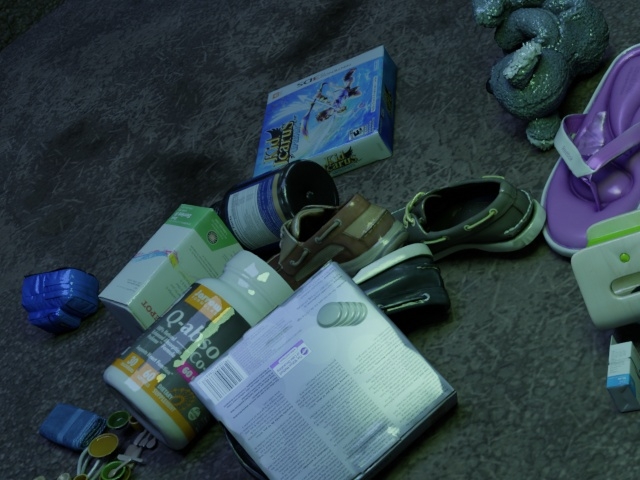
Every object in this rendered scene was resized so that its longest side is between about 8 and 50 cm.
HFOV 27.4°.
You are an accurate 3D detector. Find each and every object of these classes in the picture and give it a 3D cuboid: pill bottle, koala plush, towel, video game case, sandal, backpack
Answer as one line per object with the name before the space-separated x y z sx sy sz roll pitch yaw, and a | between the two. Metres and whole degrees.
pill bottle | -0.084 -0.046 2.108 0.219 0.123 0.123 -19 34 45
koala plush | 0.328 -0.264 1.986 0.203 0.196 0.221 -5 38 23
towel | -0.385 0.292 2.042 0.119 0.029 0.067 9 52 46
pill bottle | -0.166 0.154 1.904 0.278 0.162 0.162 -46 34 -16
video game case | 0.010 -0.207 2.304 0.244 0.061 0.269 -21 35 22
sandal | 0.396 -0.147 1.845 0.169 0.102 0.416 -8 43 38
backpack | -0.443 0.103 2.279 0.120 0.098 0.101 -17 66 26

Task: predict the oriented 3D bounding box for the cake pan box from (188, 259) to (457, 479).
cake pan box | 0.000 0.198 1.677 0.267 0.070 0.246 -41 66 -9

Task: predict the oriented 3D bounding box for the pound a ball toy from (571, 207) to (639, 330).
pound a ball toy | 0.486 0.002 1.583 0.319 0.135 0.208 -18 10 25

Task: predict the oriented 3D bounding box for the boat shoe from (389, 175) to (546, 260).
boat shoe | 0.178 -0.034 1.881 0.305 0.091 0.109 -8 50 47

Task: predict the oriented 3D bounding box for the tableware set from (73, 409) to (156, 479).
tableware set | -0.305 0.308 1.922 0.104 0.024 0.154 6 43 30

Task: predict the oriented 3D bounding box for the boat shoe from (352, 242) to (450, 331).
boat shoe | 0.027 0.137 1.801 0.340 0.127 0.113 -29 65 -4

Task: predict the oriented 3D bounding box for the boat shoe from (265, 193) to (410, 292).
boat shoe | 0.000 0.000 1.941 0.324 0.116 0.123 -24 22 52

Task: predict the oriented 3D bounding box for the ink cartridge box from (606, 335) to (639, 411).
ink cartridge box | 0.360 0.154 1.542 0.028 0.048 0.083 -14 38 29

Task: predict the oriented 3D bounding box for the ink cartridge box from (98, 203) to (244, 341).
ink cartridge box | -0.220 0.071 2.063 0.093 0.154 0.212 9 53 47

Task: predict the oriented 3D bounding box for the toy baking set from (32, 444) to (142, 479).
toy baking set | -0.375 0.386 1.911 0.256 0.030 0.197 -27 33 12
